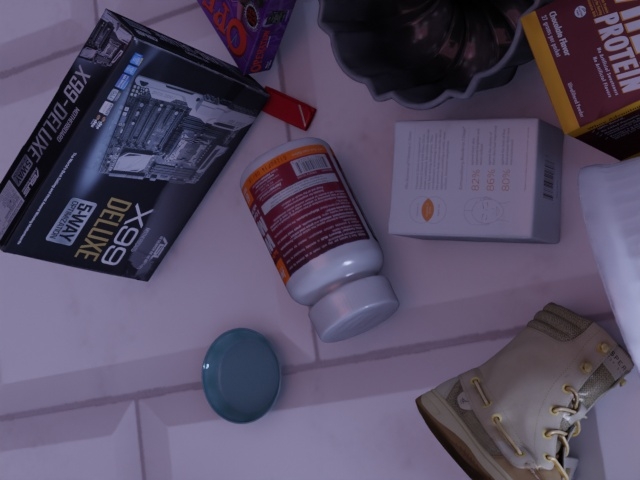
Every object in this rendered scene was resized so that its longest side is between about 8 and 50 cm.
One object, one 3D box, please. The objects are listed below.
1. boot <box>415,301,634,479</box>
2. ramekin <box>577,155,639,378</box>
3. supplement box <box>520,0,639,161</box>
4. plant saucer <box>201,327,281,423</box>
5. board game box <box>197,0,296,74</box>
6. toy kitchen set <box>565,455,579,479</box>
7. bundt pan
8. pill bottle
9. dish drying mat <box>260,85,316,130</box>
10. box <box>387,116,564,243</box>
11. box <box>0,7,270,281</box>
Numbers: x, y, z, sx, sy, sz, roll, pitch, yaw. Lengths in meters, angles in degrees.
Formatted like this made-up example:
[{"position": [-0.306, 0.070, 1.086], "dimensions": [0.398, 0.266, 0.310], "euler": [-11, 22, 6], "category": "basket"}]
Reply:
[{"position": [0.243, 0.186, 1.187], "dimensions": [0.203, 0.095, 0.262], "euler": [-36, 40, -9], "category": "boot"}, {"position": [0.351, 0.039, 1.101], "dimensions": [0.135, 0.277, 0.277], "euler": [-21, 75, 19], "category": "ramekin"}, {"position": [0.334, -0.184, 1.169], "dimensions": [0.191, 0.194, 0.129], "euler": [-25, 73, 26], "category": "supplement box"}, {"position": [-0.095, 0.169, 1.488], "dimensions": [0.119, 0.021, 0.119], "euler": [-3, 83, 29], "category": "plant saucer"}, {"position": [-0.133, -0.403, 1.484], "dimensions": [0.346, 0.056, 0.208], "euler": [58, 151, 23], "category": "board game box"}, {"position": [0.278, 0.318, 1.196], "dimensions": [0.207, 0.122, 0.166], "euler": [17, 94, 30], "category": "toy kitchen set"}, {"position": [0.147, -0.306, 1.302], "dimensions": [0.331, 0.124, 0.330], "euler": [4, 96, 45], "category": "bundt pan"}, {"position": [0.000, 0.000, 1.391], "dimensions": [0.121, 0.121, 0.221], "euler": [-34, 69, 24], "category": "pill bottle"}, {"position": [-0.044, -0.167, 1.497], "dimensions": [0.083, 0.008, 0.032], "euler": [28, 100, 29], "category": "dish drying mat"}, {"position": [0.172, -0.065, 1.313], "dimensions": [0.171, 0.091, 0.130], "euler": [3, 87, 30], "category": "box"}, {"position": [-0.238, -0.105, 1.466], "dimensions": [0.076, 0.242, 0.307], "euler": [46, 107, 36], "category": "box"}]
